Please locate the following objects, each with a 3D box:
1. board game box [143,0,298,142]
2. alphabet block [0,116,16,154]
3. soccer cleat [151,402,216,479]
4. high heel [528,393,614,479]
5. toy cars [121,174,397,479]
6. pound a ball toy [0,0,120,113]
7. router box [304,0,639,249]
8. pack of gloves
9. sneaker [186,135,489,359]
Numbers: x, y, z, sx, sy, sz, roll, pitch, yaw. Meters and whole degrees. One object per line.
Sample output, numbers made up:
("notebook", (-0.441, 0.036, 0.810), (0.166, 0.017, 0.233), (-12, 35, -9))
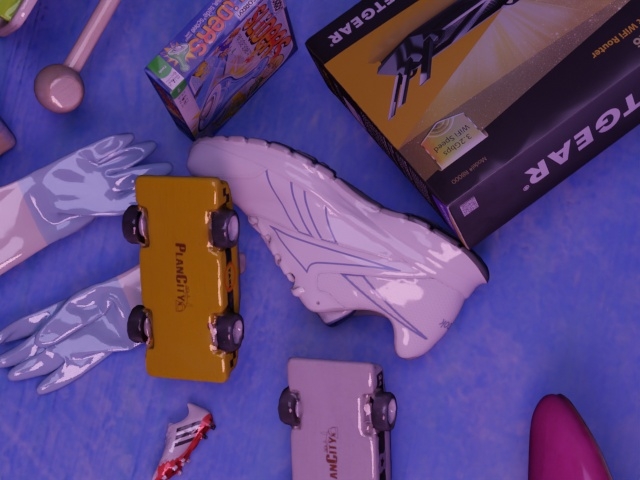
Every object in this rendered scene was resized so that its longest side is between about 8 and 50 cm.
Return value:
("board game box", (-0.085, -0.163, 1.659), (0.035, 0.201, 0.136), (42, 85, 10))
("alphabet block", (-0.424, -0.123, 1.684), (0.197, 0.192, 0.193), (-37, 77, -5))
("soccer cleat", (-0.130, 0.185, 1.685), (0.036, 0.029, 0.083), (35, 80, 19))
("high heel", (0.178, 0.326, 1.578), (0.181, 0.127, 0.377), (-10, 82, -9))
("toy cars", (-0.043, 0.106, 1.650), (0.176, 0.087, 0.393), (-41, 87, 25))
("pound a ball toy", (-0.260, -0.300, 1.753), (0.208, 0.136, 0.319), (30, 80, -19))
("router box", (0.178, -0.175, 1.661), (0.309, 0.081, 0.243), (-37, 55, -3))
("pack of gloves", (-0.219, 0.021, 1.724), (0.232, 0.046, 0.195), (-24, 93, -1))
("sneaker", (0.000, 0.000, 1.674), (0.297, 0.111, 0.129), (30, 92, 11))
